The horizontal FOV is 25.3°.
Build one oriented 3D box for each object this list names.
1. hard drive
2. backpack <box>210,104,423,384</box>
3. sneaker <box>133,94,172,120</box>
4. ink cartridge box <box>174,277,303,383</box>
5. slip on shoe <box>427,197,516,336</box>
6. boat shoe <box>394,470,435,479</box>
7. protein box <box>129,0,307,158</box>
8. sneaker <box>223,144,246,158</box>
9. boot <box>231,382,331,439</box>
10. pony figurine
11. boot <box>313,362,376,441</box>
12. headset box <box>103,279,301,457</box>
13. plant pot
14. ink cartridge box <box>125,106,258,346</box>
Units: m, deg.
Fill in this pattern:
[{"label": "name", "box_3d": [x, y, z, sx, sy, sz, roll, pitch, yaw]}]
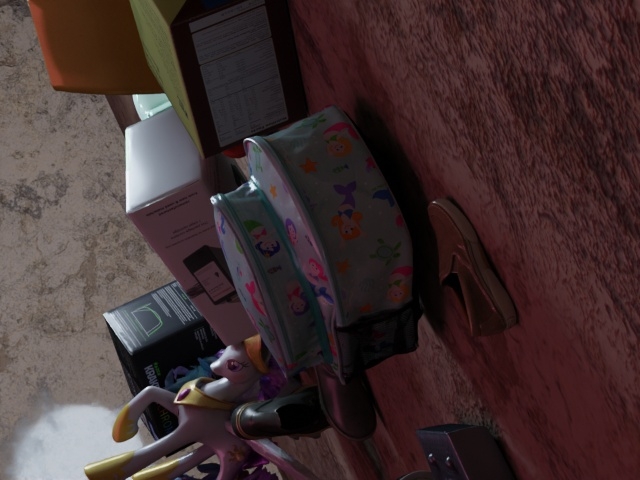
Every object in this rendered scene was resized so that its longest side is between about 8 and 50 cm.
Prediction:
[{"label": "hard drive", "box_3d": [0.182, 0.307, 1.477, 0.172, 0.054, 0.254, 140, 107, -80]}, {"label": "backpack", "box_3d": [0.000, 0.000, 1.426, 0.253, 0.191, 0.225, 91, 155, -54]}, {"label": "sneaker", "box_3d": [-0.248, -0.216, 2.445, 0.256, 0.094, 0.151, 52, 170, 23]}, {"label": "ink cartridge box", "box_3d": [-0.156, 0.065, 2.551, 0.330, 0.071, 0.324, 24, 141, 41]}, {"label": "slip on shoe", "box_3d": [0.120, 0.024, 1.226, 0.051, 0.041, 0.135, 91, 155, -66]}, {"label": "boat shoe", "box_3d": [0.158, 0.430, 1.741, 0.091, 0.114, 0.302, 109, 149, -74]}, {"label": "protein box", "box_3d": [-0.126, -0.245, 1.642, 0.201, 0.136, 0.199, 79, 164, -47]}, {"label": "sneaker", "box_3d": [-0.122, -0.183, 1.969, 0.128, 0.087, 0.221, 68, -174, -59]}, {"label": "boot", "box_3d": [-0.012, 0.250, 2.065, 0.137, 0.198, 0.076, -18, 87, 59]}, {"label": "pony figurine", "box_3d": [-0.134, 0.308, 2.233, 0.351, 0.363, 0.303, 44, -169, -31]}, {"label": "boot", "box_3d": [0.035, 0.169, 1.935, 0.189, 0.076, 0.208, 63, 162, 13]}, {"label": "headset box", "box_3d": [-0.182, 0.182, 2.369, 0.131, 0.283, 0.246, 46, 154, 47]}, {"label": "plant pot", "box_3d": [-0.292, -0.308, 2.002, 0.212, 0.187, 0.212, -81, -22, -74]}, {"label": "ink cartridge box", "box_3d": [-0.157, -0.024, 2.037, 0.289, 0.122, 0.211, 57, -167, -38]}]
